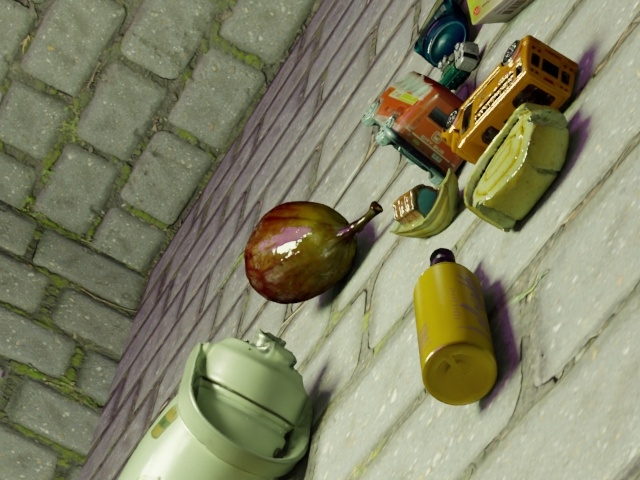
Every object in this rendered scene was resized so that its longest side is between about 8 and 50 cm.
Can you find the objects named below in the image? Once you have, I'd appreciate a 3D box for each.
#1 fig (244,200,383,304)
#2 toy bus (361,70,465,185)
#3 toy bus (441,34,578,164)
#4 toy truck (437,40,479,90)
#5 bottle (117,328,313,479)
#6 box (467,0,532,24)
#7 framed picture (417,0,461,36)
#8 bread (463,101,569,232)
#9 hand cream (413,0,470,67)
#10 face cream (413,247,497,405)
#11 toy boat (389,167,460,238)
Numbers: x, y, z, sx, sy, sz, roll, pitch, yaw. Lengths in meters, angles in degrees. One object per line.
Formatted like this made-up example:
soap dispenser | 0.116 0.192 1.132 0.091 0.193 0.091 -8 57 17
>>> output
fig | 0.002 0.001 2.197 0.274 0.145 0.170 -24 28 46
toy bus | 0.145 -0.169 2.029 0.120 0.121 0.265 -52 12 6
toy bus | 0.223 -0.153 1.718 0.194 0.083 0.088 -50 18 43
toy truck | 0.209 -0.262 2.143 0.083 0.039 0.044 133 145 -54
bottle | -0.134 0.286 1.967 0.351 0.229 0.229 -61 11 -12
box | 0.273 -0.429 1.976 0.260 0.062 0.175 145 116 -65
framed picture | 0.244 -0.455 2.488 0.231 0.010 0.173 -60 12 6
bread | 0.226 -0.085 1.608 0.156 0.064 0.117 -52 20 35
hand cream | 0.195 -0.344 2.330 0.120 0.061 0.270 -58 11 14
face cream | 0.142 0.079 1.553 0.078 0.078 0.273 -57 12 22
toy boat | 0.140 -0.046 1.878 0.172 0.066 0.065 -38 23 60
